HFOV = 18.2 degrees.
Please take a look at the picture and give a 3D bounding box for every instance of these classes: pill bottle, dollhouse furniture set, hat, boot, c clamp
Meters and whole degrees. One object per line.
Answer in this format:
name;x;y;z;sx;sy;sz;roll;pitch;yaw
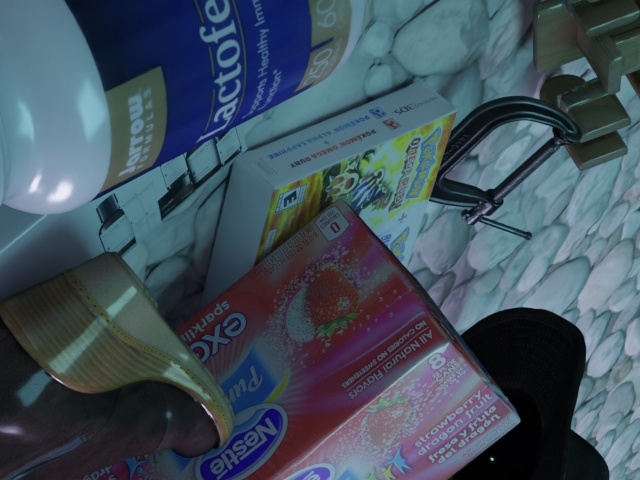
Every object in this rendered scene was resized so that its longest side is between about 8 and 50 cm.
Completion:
pill bottle;-0.117;-0.104;1.015;0.264;0.153;0.153;-31;147;-33
dollhouse furniture set;0.266;-0.211;1.533;0.242;0.161;0.212;-21;147;-8
hat;0.158;0.229;1.684;0.134;0.331;0.331;30;102;-20
boot;-0.167;0.116;1.186;0.207;0.090;0.248;-39;152;-6
c clamp;0.142;-0.059;1.535;0.137;0.022;0.161;10;144;-25

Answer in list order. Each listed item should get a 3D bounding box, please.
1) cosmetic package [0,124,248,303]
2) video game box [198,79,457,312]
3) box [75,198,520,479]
cosmetic package;-0.152;-0.019;1.172;0.239;0.060;0.099;-42;151;-16
video game box;0.000;0.000;1.443;0.187;0.048;0.205;-28;146;-40
box;-0.038;0.140;1.364;0.300;0.154;0.142;-38;143;4
